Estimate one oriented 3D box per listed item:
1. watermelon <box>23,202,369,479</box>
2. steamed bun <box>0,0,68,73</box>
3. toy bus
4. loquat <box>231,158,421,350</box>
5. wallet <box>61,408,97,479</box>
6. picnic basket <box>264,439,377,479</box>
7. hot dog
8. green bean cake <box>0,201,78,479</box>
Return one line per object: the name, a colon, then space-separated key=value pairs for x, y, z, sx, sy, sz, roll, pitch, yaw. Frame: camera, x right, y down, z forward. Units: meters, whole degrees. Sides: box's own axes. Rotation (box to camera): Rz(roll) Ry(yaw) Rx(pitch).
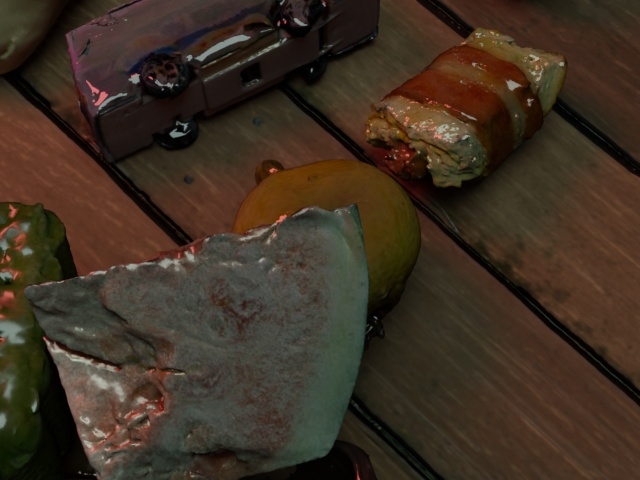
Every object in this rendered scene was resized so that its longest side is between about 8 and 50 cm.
watermelon: x=-0.099 y=0.075 z=0.871 sx=0.232 sy=0.310 sz=0.193 roll=-36 pitch=112 yaw=-49
steamed bun: x=-0.367 y=-0.338 z=1.141 sx=0.276 sy=0.203 sz=0.289 roll=10 pitch=66 yaw=2
toy bus: x=-0.100 y=-0.202 z=1.145 sx=0.317 sy=0.112 sz=0.138 roll=-26 pitch=65 yaw=-14
loquat: x=0.000 y=0.000 z=1.032 sx=0.172 sy=0.149 sz=0.204 roll=-35 pitch=59 yaw=-11
wallet: x=-0.244 y=0.144 z=1.019 sx=0.255 sy=0.031 sz=0.137 roll=5 pitch=65 yaw=-1
picnic basket: x=-0.031 y=0.313 z=0.864 sx=0.223 sy=0.129 sz=0.296 roll=-13 pitch=53 yaw=32
hot dog: x=0.145 y=-0.126 z=1.126 sx=0.213 sy=0.103 sz=0.146 roll=-33 pitch=49 yaw=-25
green bean cake: x=-0.330 y=0.096 z=0.938 sx=0.250 sy=0.156 sz=0.247 roll=0 pitch=58 yaw=0
